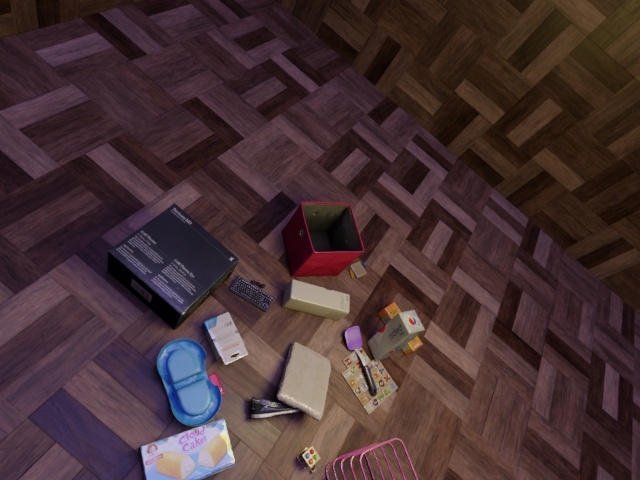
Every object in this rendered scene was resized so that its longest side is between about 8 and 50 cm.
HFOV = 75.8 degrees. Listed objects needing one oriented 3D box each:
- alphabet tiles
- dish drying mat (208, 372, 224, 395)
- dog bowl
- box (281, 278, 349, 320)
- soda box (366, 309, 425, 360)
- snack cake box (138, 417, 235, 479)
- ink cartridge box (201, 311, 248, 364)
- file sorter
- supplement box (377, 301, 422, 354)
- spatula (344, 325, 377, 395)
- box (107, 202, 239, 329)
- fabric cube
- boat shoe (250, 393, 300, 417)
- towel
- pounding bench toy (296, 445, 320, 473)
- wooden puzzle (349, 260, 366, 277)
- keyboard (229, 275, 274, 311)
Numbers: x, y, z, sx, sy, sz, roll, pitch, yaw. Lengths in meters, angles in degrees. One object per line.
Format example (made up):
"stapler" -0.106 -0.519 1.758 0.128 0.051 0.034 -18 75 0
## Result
"alphabet tiles" 0.201 0.583 1.760 0.198 0.009 0.237 -26 76 -37
"dish drying mat" -0.375 0.521 1.485 0.032 0.008 0.083 -17 71 -34
"dog bowl" -0.457 0.489 1.419 0.166 0.074 0.297 -16 70 -35
"box" -0.018 0.261 1.778 0.275 0.113 0.094 19 53 -19
"soda box" 0.312 0.406 1.747 0.091 0.286 0.098 -5 56 -31
"snack cake box" -0.422 0.686 1.304 0.265 0.089 0.152 -7 66 -32
"ink cartridge box" -0.361 0.375 1.550 0.104 0.060 0.180 -18 71 -36
"file sorter" 0.170 0.816 1.418 0.202 0.290 0.182 -4 60 -31
"supplement box" 0.370 0.409 1.918 0.078 0.080 0.233 -25 77 -35
"spatula" 0.180 0.517 1.764 0.084 0.030 0.296 -8 66 -31
"box" -0.548 0.094 1.549 0.343 0.179 0.312 42 51 0
"fabric cube" 0.000 0.000 1.856 0.259 0.258 0.254 0 62 -29
"boat shoe" -0.142 0.602 1.512 0.233 0.084 0.079 5 63 -24
"towel" -0.059 0.531 1.578 0.187 0.049 0.282 30 30 -7
"pounding bench toy" -0.033 0.787 1.467 0.052 0.065 0.083 -29 77 -38
"wooden puzzle" 0.185 0.144 2.026 0.116 0.014 0.078 -12 72 -33
"keyboard" -0.279 0.211 1.724 0.180 0.023 0.108 33 50 -7
